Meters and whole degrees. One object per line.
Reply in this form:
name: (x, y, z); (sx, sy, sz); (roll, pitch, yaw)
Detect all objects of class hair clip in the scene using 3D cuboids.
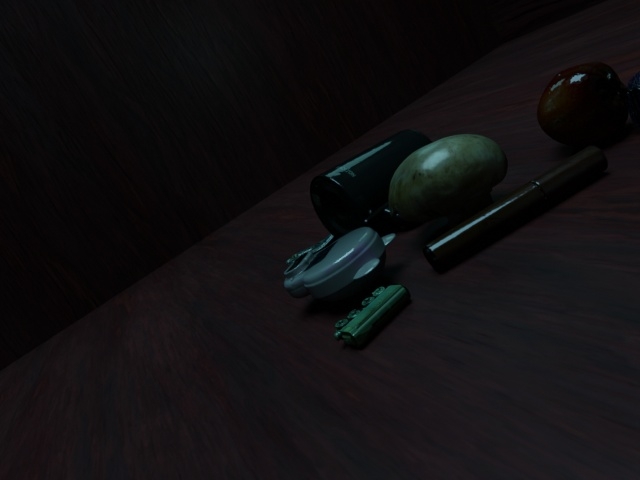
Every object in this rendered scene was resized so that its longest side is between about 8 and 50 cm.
hair clip: (0.001, 0.002, 1.444); (0.229, 0.036, 0.066); (-39, 11, -6)

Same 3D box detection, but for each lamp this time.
lamp: (0.035, 0.062, 1.041); (0.246, 0.107, 0.179); (-22, 12, 35)

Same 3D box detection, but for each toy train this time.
toy train: (0.087, 0.124, 0.878); (0.148, 0.038, 0.071); (-38, 19, -28)

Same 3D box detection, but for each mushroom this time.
mushroom: (0.252, -0.116, 1.055); (0.255, 0.184, 0.255); (-32, 15, 9)

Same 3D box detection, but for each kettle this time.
kettle: (0.166, -0.145, 1.304); (0.308, 0.203, 0.262); (-34, 13, -24)

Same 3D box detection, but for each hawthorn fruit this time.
hawthorn fruit: (0.532, -0.273, 1.078); (0.169, 0.169, 0.188); (-39, 2, -28)

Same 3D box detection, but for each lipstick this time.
lipstick: (0.346, -0.057, 0.930); (0.357, 0.057, 0.057); (-31, 15, -2)

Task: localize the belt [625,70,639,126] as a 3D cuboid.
belt: (0.724, -0.320, 0.943); (0.325, 0.122, 0.260); (-33, 8, -21)
